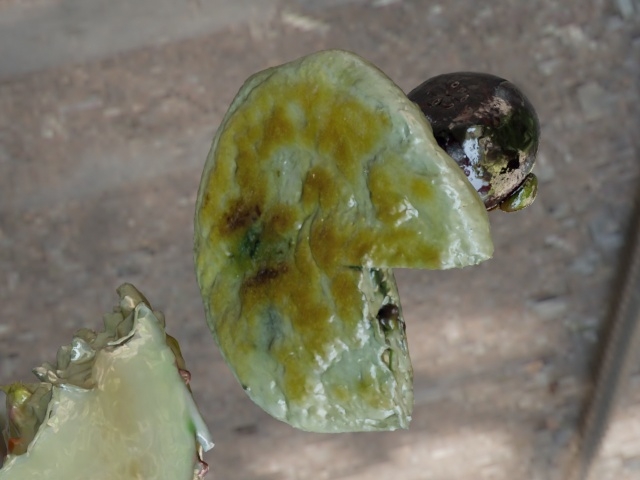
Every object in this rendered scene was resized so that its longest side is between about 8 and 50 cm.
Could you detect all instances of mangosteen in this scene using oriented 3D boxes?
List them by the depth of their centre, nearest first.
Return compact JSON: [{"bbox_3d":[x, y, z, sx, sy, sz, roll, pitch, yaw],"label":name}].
[{"bbox_3d":[0.138,-0.083,1.699,0.152,0.152,0.152,-11,156,-5],"label":"mangosteen"}]

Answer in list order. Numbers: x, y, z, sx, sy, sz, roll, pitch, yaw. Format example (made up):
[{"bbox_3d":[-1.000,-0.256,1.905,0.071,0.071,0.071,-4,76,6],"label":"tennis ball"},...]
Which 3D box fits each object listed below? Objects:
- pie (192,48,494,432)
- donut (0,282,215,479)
[{"bbox_3d":[0.000,0.000,1.554,0.337,0.337,0.075,-33,165,38],"label":"pie"},{"bbox_3d":[-0.256,0.158,1.165,0.371,0.307,0.150,9,151,-27],"label":"donut"}]
